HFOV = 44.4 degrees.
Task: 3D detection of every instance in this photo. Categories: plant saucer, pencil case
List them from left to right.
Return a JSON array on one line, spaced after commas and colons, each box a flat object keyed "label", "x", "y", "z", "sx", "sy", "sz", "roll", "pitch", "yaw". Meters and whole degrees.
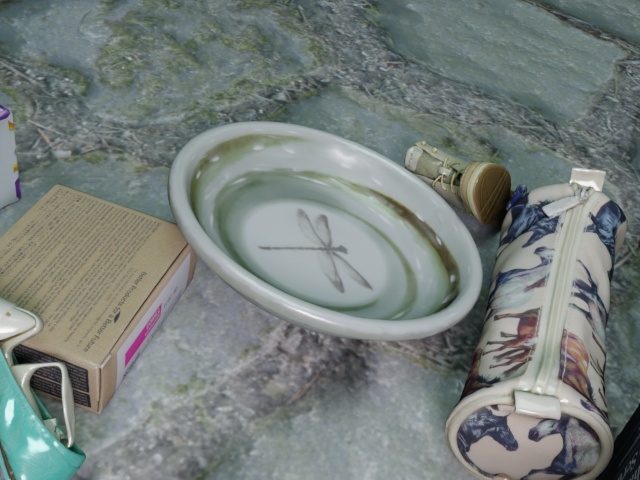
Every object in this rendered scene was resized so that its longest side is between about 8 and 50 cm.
[{"label": "plant saucer", "x": 0.000, "y": 0.000, "z": 0.972, "sx": 0.400, "sy": 0.101, "sz": 0.400, "roll": 17, "pitch": 34, "yaw": -12}, {"label": "pencil case", "x": 0.258, "y": 0.092, "z": 0.896, "sx": 0.159, "sy": 0.184, "sz": 0.410, "roll": 6, "pitch": 38, "yaw": 20}]

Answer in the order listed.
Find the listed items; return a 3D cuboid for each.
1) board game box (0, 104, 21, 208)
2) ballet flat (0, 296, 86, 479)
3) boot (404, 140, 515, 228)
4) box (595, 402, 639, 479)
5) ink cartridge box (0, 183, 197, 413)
[{"label": "board game box", "x": -0.534, "y": -0.144, "z": 1.001, "sx": 0.275, "sy": 0.144, "sz": 0.142, "roll": 32, "pitch": 44, "yaw": 21}, {"label": "ballet flat", "x": -0.290, "y": 0.118, "z": 0.736, "sx": 0.087, "sy": 0.083, "sz": 0.247, "roll": -25, "pitch": 89, "yaw": -16}, {"label": "boot", "x": 0.187, "y": -0.090, "z": 1.109, "sx": 0.165, "sy": 0.077, "sz": 0.213, "roll": 32, "pitch": 4, "yaw": 24}, {"label": "box", "x": 0.342, "y": 0.283, "z": 0.611, "sx": 0.211, "sy": 0.294, "sz": 0.395, "roll": 22, "pitch": 40, "yaw": 12}, {"label": "ink cartridge box", "x": -0.274, "y": 0.055, "z": 0.880, "sx": 0.193, "sy": 0.088, "sz": 0.235, "roll": 20, "pitch": 40, "yaw": 7}]
